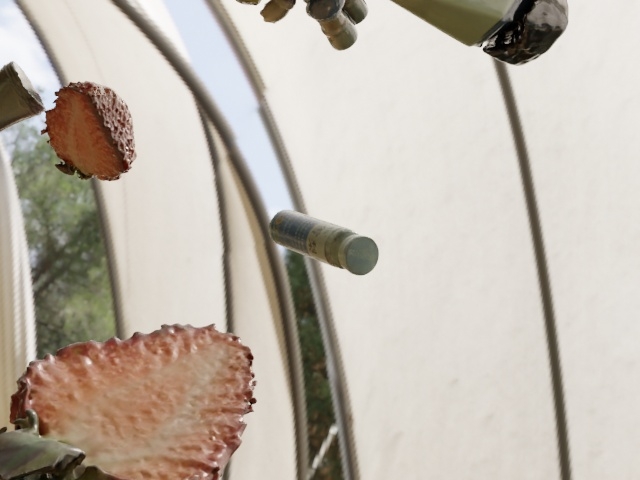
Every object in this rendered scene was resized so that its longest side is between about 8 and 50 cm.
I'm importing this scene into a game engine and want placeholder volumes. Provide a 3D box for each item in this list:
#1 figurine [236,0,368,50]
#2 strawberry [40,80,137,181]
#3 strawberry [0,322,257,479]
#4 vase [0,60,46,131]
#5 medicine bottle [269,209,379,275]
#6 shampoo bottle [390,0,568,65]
[{"bbox_3d":[-0.035,-0.448,1.419,0.205,0.225,0.381,15,2,40],"label":"figurine"},{"bbox_3d":[-0.386,-0.199,1.598,0.175,0.107,0.236,39,-37,-13],"label":"strawberry"},{"bbox_3d":[-0.154,0.163,0.738,0.188,0.106,0.286,27,24,19],"label":"strawberry"},{"bbox_3d":[-0.370,-0.094,0.882,0.086,0.214,0.086,57,-1,2],"label":"vase"},{"bbox_3d":[0.000,0.000,1.122,0.051,0.051,0.191,31,-5,-32],"label":"medicine bottle"},{"bbox_3d":[0.061,-0.252,0.762,0.359,0.134,0.078,23,-40,-28],"label":"shampoo bottle"}]
